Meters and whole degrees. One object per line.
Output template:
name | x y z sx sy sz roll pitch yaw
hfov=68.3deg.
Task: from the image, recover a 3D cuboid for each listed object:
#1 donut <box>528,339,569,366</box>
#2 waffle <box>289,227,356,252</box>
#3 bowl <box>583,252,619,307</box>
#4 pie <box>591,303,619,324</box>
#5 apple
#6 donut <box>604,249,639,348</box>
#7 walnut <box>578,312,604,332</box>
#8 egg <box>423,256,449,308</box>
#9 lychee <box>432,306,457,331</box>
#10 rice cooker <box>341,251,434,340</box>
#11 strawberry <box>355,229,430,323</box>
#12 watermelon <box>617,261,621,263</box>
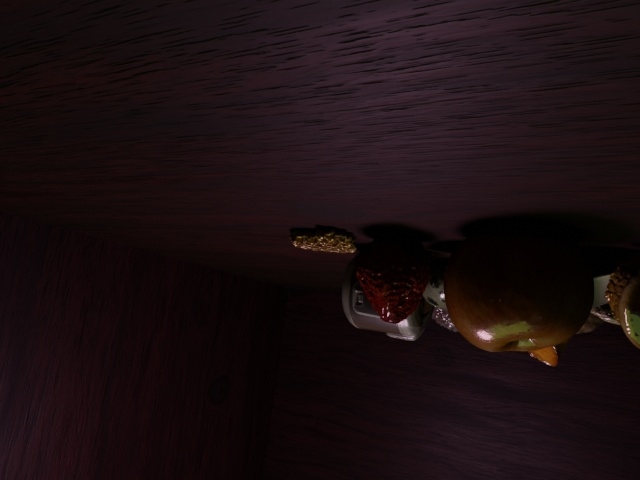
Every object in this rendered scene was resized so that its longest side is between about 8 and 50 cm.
donut | 0.685 0.223 1.685 0.435 0.163 0.378 29 154 52
waffle | 0.000 0.001 1.662 0.253 0.056 0.249 5 169 20
bowl | 0.823 0.115 1.443 0.211 0.112 0.211 -4 144 -3
pie | 0.981 0.191 1.559 0.273 0.274 0.055 8 127 -2
apple | 0.537 0.147 1.315 0.399 0.334 0.400 8 171 1
donut | 0.943 0.153 1.263 0.329 0.330 0.160 7 -165 2
walnut | 0.934 0.234 1.779 0.273 0.273 0.227 14 136 -33
egg | 0.425 0.145 1.596 0.176 0.177 0.228 6 177 9
lychee | 0.586 0.259 2.046 0.299 0.300 0.300 7 169 1
rice cooker | 0.277 0.205 1.813 0.325 0.336 0.335 4 169 29
strawberry | 0.229 0.124 1.524 0.249 0.289 0.238 5 167 -26
watermelon | 1.074 0.121 1.448 0.289 0.214 0.319 37 -132 28
